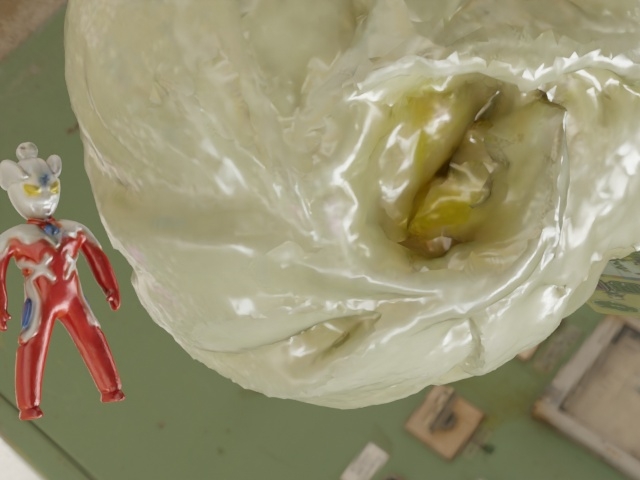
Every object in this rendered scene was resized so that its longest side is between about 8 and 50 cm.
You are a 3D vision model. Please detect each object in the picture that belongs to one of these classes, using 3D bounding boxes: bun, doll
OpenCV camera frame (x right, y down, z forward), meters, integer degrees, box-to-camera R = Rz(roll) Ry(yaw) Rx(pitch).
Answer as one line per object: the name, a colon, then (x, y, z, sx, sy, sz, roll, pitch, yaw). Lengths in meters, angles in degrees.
bun: (0.057, -0.082, 0.543, 0.365, 0.219, 0.365, -12, 115, -27)
doll: (-0.377, 0.051, 1.532, 0.188, 0.099, 0.384, -10, 84, -39)

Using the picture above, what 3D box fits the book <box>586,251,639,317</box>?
book: (0.239, 0.024, 0.765, 0.192, 0.168, 0.013, 35, 67, -49)
